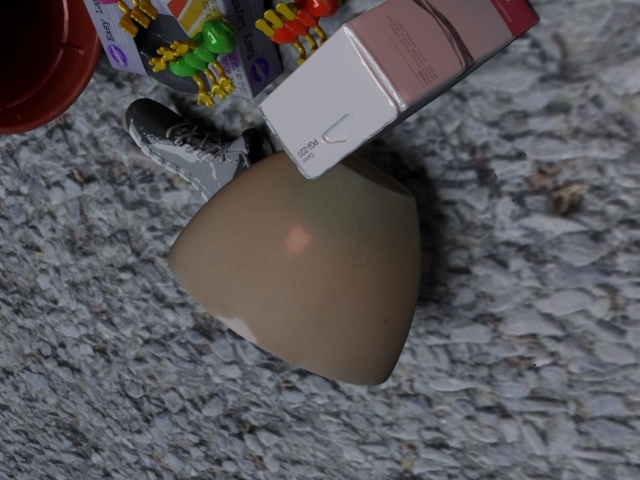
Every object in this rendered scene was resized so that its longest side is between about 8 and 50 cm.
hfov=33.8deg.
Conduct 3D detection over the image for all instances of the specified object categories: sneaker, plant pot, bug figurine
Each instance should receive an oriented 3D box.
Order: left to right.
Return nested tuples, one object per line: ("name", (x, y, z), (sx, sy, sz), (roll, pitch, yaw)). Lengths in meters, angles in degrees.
("plant pot", (-0.472, -0.298, 1.385), (0.265, 0.272, 0.272), (22, 133, 43))
("bug figurine", (-0.117, -0.260, 1.061), (0.216, 0.072, 0.279), (-30, 131, 26))
("sneaker", (-0.132, -0.121, 1.320), (0.228, 0.086, 0.132), (42, 137, -4))
("plant pot", (0.000, 0.000, 1.160), (0.284, 0.284, 0.191), (34, 104, 21))

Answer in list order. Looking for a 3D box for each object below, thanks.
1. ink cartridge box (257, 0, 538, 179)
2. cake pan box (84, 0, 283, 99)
("ink cartridge box", (0.071, -0.161, 0.965), (0.092, 0.218, 0.158), (53, 141, -2))
("cake pan box", (-0.180, -0.295, 1.204), (0.245, 0.070, 0.267), (20, 142, 34))
